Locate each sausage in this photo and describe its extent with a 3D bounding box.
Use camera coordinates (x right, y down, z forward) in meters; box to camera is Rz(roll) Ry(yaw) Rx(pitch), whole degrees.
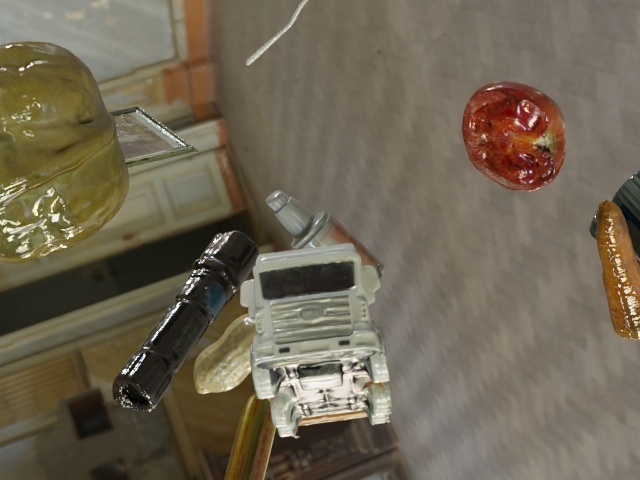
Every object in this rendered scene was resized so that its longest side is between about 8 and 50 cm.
[{"bbox_3d":[-0.138,0.423,1.623,0.082,0.082,0.371,106,179,-69],"label":"sausage"}]

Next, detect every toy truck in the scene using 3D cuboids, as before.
[{"bbox_3d":[-0.001,0.134,1.213,0.387,0.174,0.206,82,-179,-67],"label":"toy truck"}]

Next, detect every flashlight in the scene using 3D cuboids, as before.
[{"bbox_3d":[-0.240,0.142,1.630,0.424,0.103,0.103,-59,-29,-43],"label":"flashlight"}]

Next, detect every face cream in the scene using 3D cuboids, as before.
[{"bbox_3d":[0.000,0.000,1.662,0.252,0.101,0.101,43,171,-10],"label":"face cream"}]

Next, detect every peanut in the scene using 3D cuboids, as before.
[{"bbox_3d":[-0.177,0.238,1.889,0.257,0.124,0.123,-38,64,30],"label":"peanut"}]

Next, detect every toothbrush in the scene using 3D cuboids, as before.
[{"bbox_3d":[-0.040,-0.246,1.019,0.013,0.131,0.011,44,-159,-17],"label":"toothbrush"}]

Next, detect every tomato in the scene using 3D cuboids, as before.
[{"bbox_3d":[0.396,-0.224,1.773,0.201,0.139,0.233,13,131,36],"label":"tomato"}]

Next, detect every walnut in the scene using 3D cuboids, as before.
[{"bbox_3d":[-0.411,-0.117,1.211,0.282,0.277,0.253,64,165,0],"label":"walnut"}]

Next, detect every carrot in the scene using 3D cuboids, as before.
[{"bbox_3d":[0.377,0.032,1.114,0.209,0.061,0.061,64,173,-31],"label":"carrot"}]

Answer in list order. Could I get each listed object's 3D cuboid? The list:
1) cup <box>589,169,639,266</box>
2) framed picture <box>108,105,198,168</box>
[{"bbox_3d":[0.838,-0.006,2.133,0.242,0.308,0.292,51,-171,-49],"label":"cup"},{"bbox_3d":[-0.375,-0.186,1.617,0.274,0.217,0.017,35,135,47],"label":"framed picture"}]
